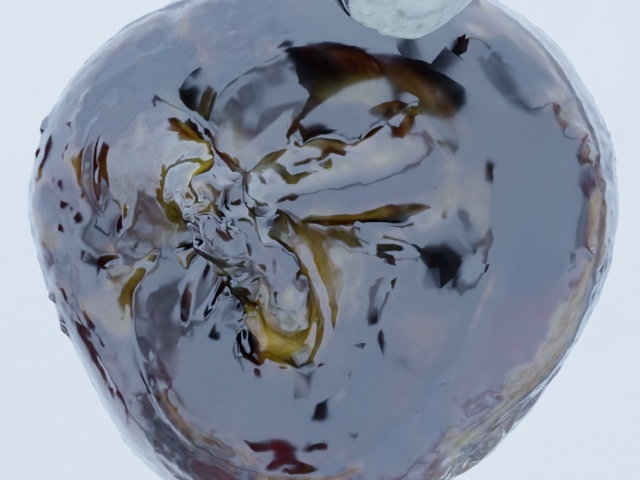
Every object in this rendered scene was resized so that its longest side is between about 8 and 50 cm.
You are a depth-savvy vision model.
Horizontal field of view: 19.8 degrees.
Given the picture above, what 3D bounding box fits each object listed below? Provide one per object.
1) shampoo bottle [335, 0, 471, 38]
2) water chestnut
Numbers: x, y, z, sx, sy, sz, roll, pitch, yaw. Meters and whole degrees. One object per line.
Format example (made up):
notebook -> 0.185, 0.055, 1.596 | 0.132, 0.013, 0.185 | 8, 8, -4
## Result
shampoo bottle -> 0.001, -0.206, 0.507 | 0.153, 0.284, 0.071 | -44, 146, 22
water chestnut -> 0.000, 0.000, 0.694 | 0.224, 0.223, 0.238 | -31, 175, 1
